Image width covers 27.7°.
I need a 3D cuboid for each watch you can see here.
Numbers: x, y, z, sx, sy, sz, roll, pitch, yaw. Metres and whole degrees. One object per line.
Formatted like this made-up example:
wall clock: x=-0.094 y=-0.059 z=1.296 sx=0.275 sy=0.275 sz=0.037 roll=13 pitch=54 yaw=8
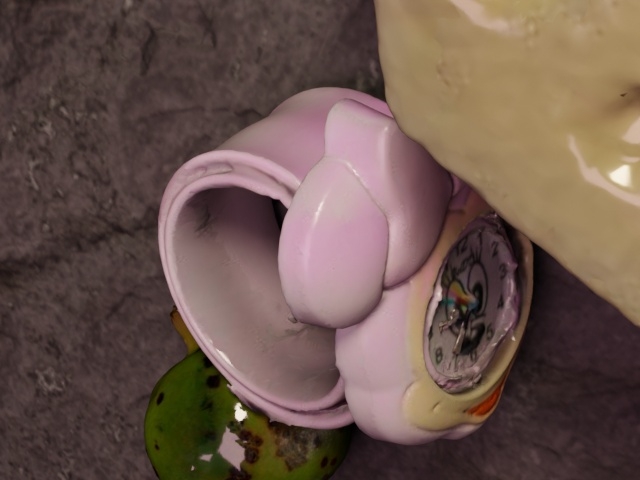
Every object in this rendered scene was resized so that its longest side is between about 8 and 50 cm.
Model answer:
watch: x=0.000 y=0.000 z=0.777 sx=0.218 sy=0.211 sz=0.248 roll=14 pitch=128 yaw=37

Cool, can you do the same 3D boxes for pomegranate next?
pomegranate: x=-0.068 y=0.126 z=0.913 sx=0.169 sy=0.122 sz=0.143 roll=50 pitch=158 yaw=-1

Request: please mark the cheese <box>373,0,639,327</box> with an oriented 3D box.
cheese: x=0.160 y=-0.116 z=0.473 sx=0.318 sy=0.115 sz=0.326 roll=0 pitch=119 yaw=35
